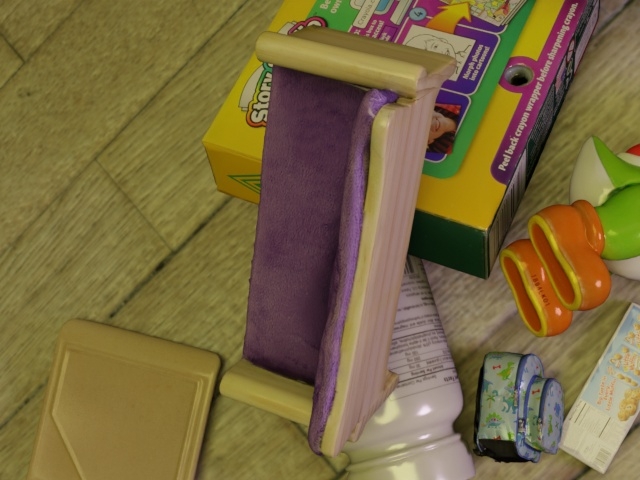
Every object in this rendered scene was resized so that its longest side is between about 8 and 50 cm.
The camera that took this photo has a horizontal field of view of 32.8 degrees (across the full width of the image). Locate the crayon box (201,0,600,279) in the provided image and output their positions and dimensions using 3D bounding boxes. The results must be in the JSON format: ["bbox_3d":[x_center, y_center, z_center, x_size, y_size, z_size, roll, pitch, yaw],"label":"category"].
[{"bbox_3d":[0.095,-0.175,1.170,0.313,0.106,0.363,18,64,19],"label":"crayon box"}]

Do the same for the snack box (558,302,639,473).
[{"bbox_3d":[0.323,0.159,1.180,0.064,0.022,0.178,30,94,18],"label":"snack box"}]

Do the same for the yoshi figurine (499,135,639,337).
[{"bbox_3d":[0.377,0.000,1.074,0.362,0.203,0.203,-23,35,-15],"label":"yoshi figurine"}]

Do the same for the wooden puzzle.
[{"bbox_3d":[-0.244,0.232,1.340,0.220,0.044,0.239,12,84,18],"label":"wooden puzzle"}]

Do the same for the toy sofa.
[{"bbox_3d":[0.000,0.000,0.980,0.150,0.177,0.363,17,116,20],"label":"toy sofa"}]

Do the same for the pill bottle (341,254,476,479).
[{"bbox_3d":[0.063,0.137,1.189,0.160,0.160,0.283,-19,79,14],"label":"pill bottle"}]

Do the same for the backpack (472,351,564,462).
[{"bbox_3d":[0.216,0.178,1.168,0.084,0.105,0.114,-4,72,25],"label":"backpack"}]
